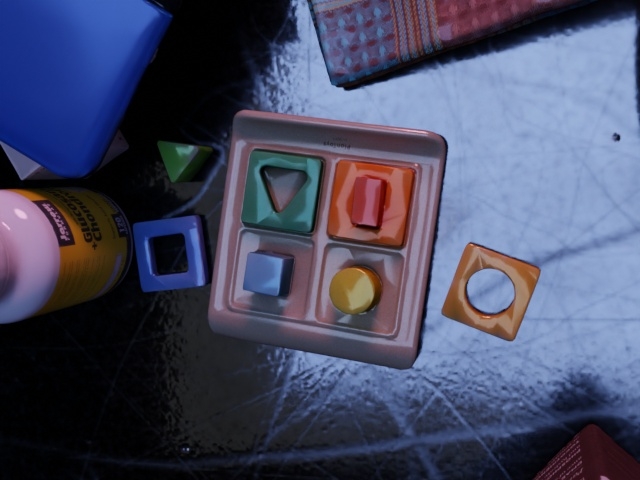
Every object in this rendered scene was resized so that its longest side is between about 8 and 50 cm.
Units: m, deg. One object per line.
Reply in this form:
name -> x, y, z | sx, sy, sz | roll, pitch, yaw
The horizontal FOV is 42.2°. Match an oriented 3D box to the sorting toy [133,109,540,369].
sorting toy -> 0.000, 0.000, 0.670 | 0.348, 0.047, 0.195 | 8, 97, 14

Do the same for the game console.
game console -> -0.226, -0.238, 0.647 | 0.293, 0.250, 0.173 | 32, 139, -1

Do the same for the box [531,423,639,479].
box -> 0.193, 0.262, 0.559 | 0.168, 0.203, 0.167 | 43, 103, 7

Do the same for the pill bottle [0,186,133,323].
pill bottle -> -0.236, 0.010, 0.663 | 0.103, 0.184, 0.103 | 1, 95, 15

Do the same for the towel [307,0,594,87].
towel -> 0.074, -0.326, 0.598 | 0.272, 0.040, 0.370 | -14, 91, 30

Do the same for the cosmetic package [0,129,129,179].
cosmetic package -> -0.266, -0.165, 0.703 | 0.060, 0.099, 0.239 | -33, 85, 18
